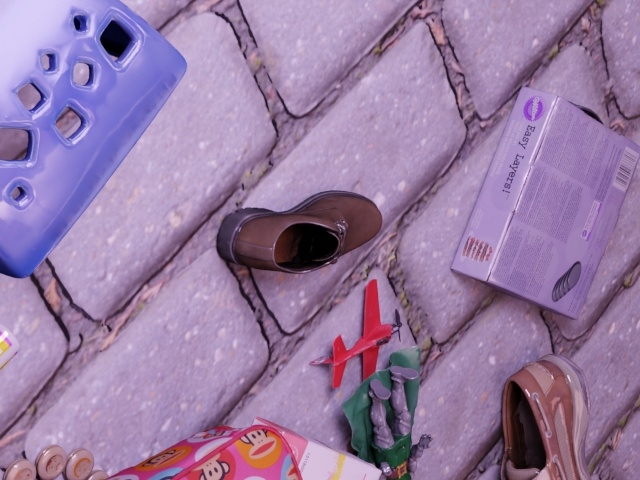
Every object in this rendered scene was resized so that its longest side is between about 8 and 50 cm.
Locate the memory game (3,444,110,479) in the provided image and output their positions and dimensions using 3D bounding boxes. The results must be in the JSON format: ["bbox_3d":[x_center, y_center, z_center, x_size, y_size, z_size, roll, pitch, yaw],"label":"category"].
[{"bbox_3d":[-0.284,0.295,1.688,0.186,0.012,0.186,-22,122,-41],"label":"memory game"}]

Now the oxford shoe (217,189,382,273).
[{"bbox_3d":[0.000,0.000,1.815,0.227,0.096,0.083,-16,116,-45],"label":"oxford shoe"}]

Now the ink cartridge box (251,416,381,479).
[{"bbox_3d":[-0.008,0.292,1.919,0.198,0.067,0.115,26,86,-36],"label":"ink cartridge box"}]

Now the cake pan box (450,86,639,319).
[{"bbox_3d":[0.301,-0.048,2.151,0.246,0.070,0.267,19,92,-52],"label":"cake pan box"}]

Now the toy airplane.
[{"bbox_3d":[0.049,0.123,1.972,0.151,0.028,0.151,-24,124,-40],"label":"toy airplane"}]

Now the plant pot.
[{"bbox_3d":[-0.289,-0.141,1.332,0.236,0.236,0.212,-54,132,-16],"label":"plant pot"}]

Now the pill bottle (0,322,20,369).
[{"bbox_3d":[-0.323,0.115,1.543,0.083,0.043,0.043,-47,135,-24],"label":"pill bottle"}]

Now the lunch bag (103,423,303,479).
[{"bbox_3d":[-0.131,0.350,1.718,0.293,0.120,0.258,-24,98,-36],"label":"lunch bag"}]

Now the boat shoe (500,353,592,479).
[{"bbox_3d":[0.297,0.320,2.258,0.116,0.123,0.324,-9,95,-35],"label":"boat shoe"}]

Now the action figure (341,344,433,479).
[{"bbox_3d":[0.089,0.256,2.044,0.137,0.063,0.232,-31,135,-30],"label":"action figure"}]
